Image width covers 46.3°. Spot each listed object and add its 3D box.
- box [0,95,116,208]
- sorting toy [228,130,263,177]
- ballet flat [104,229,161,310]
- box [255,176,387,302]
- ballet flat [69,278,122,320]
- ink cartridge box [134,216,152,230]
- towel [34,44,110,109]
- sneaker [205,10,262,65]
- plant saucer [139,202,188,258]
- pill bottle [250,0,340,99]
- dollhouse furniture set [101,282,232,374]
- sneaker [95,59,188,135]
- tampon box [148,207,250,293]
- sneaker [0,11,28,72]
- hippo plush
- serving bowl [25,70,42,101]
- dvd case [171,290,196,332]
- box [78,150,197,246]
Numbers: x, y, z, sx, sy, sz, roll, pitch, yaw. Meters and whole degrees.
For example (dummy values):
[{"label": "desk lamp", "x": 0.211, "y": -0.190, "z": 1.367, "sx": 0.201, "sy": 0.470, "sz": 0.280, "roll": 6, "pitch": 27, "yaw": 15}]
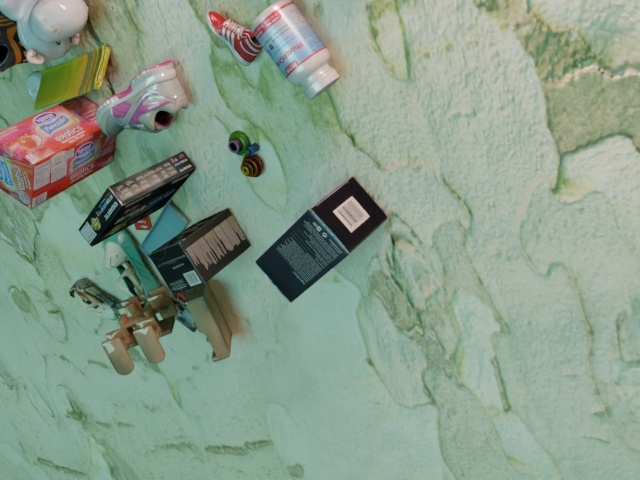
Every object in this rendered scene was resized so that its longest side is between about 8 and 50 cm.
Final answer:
[{"label": "box", "x": -0.570, "y": -0.196, "z": 1.611, "sx": 0.123, "sy": 0.257, "sz": 0.128, "roll": 32, "pitch": 131, "yaw": 12}, {"label": "sorting toy", "x": -0.153, "y": -0.168, "z": 1.480, "sx": 0.061, "sy": 0.042, "sz": 0.102, "roll": -32, "pitch": 96, "yaw": 43}, {"label": "ballet flat", "x": -0.471, "y": 0.067, "z": 1.821, "sx": 0.083, "sy": 0.087, "sz": 0.247, "roll": -23, "pitch": 102, "yaw": 40}, {"label": "box", "x": 0.000, "y": 0.000, "z": 1.401, "sx": 0.108, "sy": 0.153, "sz": 0.207, "roll": 49, "pitch": 133, "yaw": 0}, {"label": "ballet flat", "x": -0.591, "y": 0.171, "z": 1.986, "sx": 0.188, "sy": 0.070, "sz": 0.070, "roll": 28, "pitch": 130, "yaw": 18}, {"label": "ink cartridge box", "x": -0.439, "y": -0.070, "z": 1.752, "sx": 0.063, "sy": 0.029, "sz": 0.115, "roll": 1, "pitch": 117, "yaw": 34}, {"label": "towel", "x": -0.542, "y": -0.349, "z": 1.614, "sx": 0.237, "sy": 0.102, "sz": 0.021, "roll": -6, "pitch": 157, "yaw": 38}, {"label": "sneaker", "x": -0.152, "y": -0.379, "z": 1.348, "sx": 0.118, "sy": 0.042, "sz": 0.067, "roll": 47, "pitch": 138, "yaw": -9}, {"label": "plant saucer", "x": -0.364, "y": -0.013, "z": 1.743, "sx": 0.067, "sy": 0.018, "sz": 0.192, "roll": 46, "pitch": 132, "yaw": 3}, {"label": "pill bottle", "x": -0.040, "y": -0.323, "z": 1.273, "sx": 0.087, "sy": 0.087, "sz": 0.160, "roll": -34, "pitch": 95, "yaw": 43}, {"label": "dollhouse furniture set", "x": -0.347, "y": 0.217, "z": 1.725, "sx": 0.242, "sy": 0.212, "sz": 0.161, "roll": -20, "pitch": 111, "yaw": 4}, {"label": "sneaker", "x": -0.366, "y": -0.263, "z": 1.531, "sx": 0.252, "sy": 0.103, "sz": 0.111, "roll": -24, "pitch": 100, "yaw": 43}, {"label": "tampon box", "x": -0.255, "y": 0.022, "z": 1.589, "sx": 0.120, "sy": 0.161, "sz": 0.101, "roll": -19, "pitch": 105, "yaw": 42}, {"label": "sneaker", "x": -0.761, "y": -0.450, "z": 1.642, "sx": 0.321, "sy": 0.180, "sz": 0.124, "roll": 16, "pitch": 125, "yaw": 27}, {"label": "hippo plush", "x": -0.600, "y": -0.467, "z": 1.481, "sx": 0.294, "sy": 0.234, "sz": 0.236, "roll": -23, "pitch": 102, "yaw": 41}, {"label": "serving bowl", "x": -0.654, "y": -0.349, "z": 1.733, "sx": 0.083, "sy": 0.027, "sz": 0.083, "roll": 18, "pitch": 127, "yaw": 27}, {"label": "dvd case", "x": -0.329, "y": 0.162, "z": 1.830, "sx": 0.087, "sy": 0.013, "sz": 0.119, "roll": 33, "pitch": 130, "yaw": 14}, {"label": "box", "x": -0.384, "y": -0.089, "z": 1.571, "sx": 0.051, "sy": 0.220, "sz": 0.175, "roll": 51, "pitch": 132, "yaw": 1}]
